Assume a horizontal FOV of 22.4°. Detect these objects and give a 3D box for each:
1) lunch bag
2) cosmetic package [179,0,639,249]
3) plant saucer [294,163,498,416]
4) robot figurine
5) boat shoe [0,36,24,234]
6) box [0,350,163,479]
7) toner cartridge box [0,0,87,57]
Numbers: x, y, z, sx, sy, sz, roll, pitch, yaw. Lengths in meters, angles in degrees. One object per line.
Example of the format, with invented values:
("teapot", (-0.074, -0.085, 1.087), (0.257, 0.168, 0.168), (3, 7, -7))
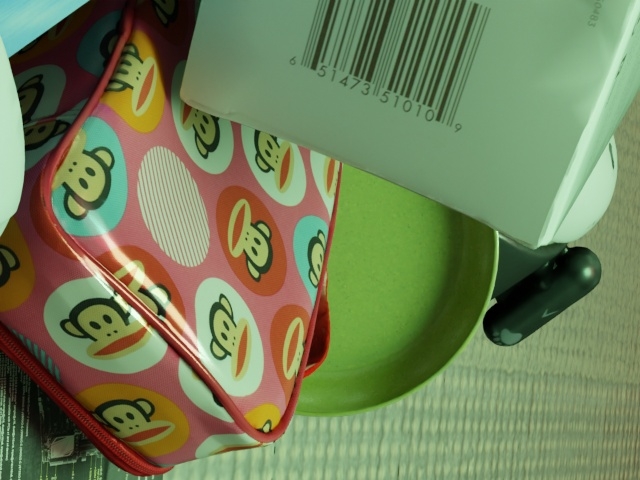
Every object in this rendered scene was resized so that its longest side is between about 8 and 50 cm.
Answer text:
("lunch bag", (-0.077, -0.022, 0.918), (0.258, 0.120, 0.293), (51, 34, -31))
("cosmetic package", (0.101, -0.166, 0.935), (0.385, 0.217, 0.156), (-43, 154, -59))
("plant saucer", (0.000, 0.000, 1.096), (0.037, 0.241, 0.241), (-64, 152, -76))
("robot figurine", (0.087, -0.031, 1.200), (0.209, 0.278, 0.173), (22, 43, -40))
("boat shoe", (-0.210, 0.019, 0.654), (0.119, 0.121, 0.335), (-52, 170, -46))
("box", (-0.183, 0.184, 0.909), (0.242, 0.076, 0.307), (2, 91, -63))
("toner cartridge box", (-0.118, -0.204, 0.749), (0.348, 0.075, 0.165), (-45, 152, -38))
